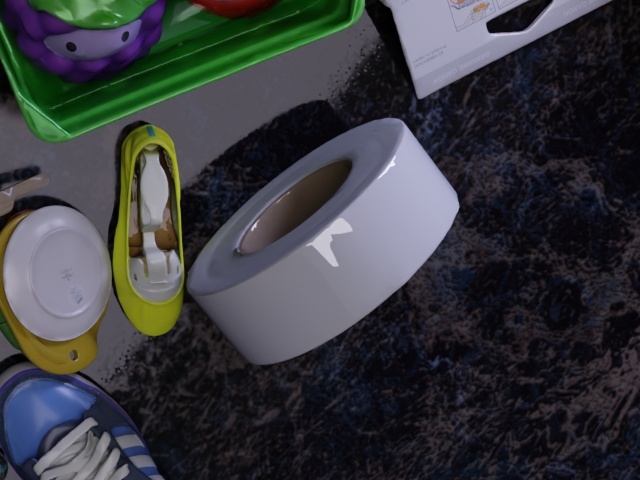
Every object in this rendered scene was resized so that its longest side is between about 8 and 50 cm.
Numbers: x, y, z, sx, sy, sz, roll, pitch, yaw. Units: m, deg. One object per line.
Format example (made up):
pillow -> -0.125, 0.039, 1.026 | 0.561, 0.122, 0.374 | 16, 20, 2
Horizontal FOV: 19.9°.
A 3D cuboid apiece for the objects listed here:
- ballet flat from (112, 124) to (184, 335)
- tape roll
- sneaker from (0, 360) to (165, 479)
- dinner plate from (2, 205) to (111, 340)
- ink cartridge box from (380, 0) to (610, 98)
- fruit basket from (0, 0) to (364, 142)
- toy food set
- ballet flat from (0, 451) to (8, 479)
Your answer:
ballet flat -> -0.180, -0.007, 1.928 | 0.077, 0.077, 0.231 | -3, 99, -16
tape roll -> 0.000, 0.000, 1.873 | 0.286, 0.286, 0.100 | -41, 107, -7
sneaker -> -0.210, 0.273, 1.877 | 0.130, 0.236, 0.323 | -38, 106, -7
dinner plate -> -0.268, 0.034, 1.888 | 0.141, 0.017, 0.141 | 1, 88, -46
ink cartridge box -> 0.187, -0.333, 1.990 | 0.296, 0.066, 0.261 | -28, 129, -10
fruit basket -> -0.153, -0.280, 1.748 | 0.392, 0.392, 0.283 | -23, 103, -11
toy food set -> -0.308, 0.038, 1.910 | 0.128, 0.071, 0.218 | -39, 115, -40
ballet flat -> -0.421, 0.257, 1.907 | 0.188, 0.070, 0.070 | -17, 102, -12
